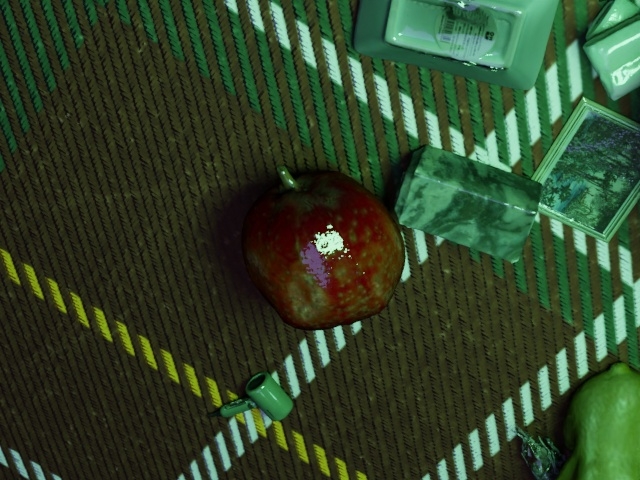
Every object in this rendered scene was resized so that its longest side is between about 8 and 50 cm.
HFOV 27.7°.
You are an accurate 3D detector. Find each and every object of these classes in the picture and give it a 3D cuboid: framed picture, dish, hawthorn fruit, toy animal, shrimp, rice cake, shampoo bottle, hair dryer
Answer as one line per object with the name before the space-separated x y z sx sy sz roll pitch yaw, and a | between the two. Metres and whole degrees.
framed picture | 0.366 -0.089 1.724 0.142 0.011 0.183 25 124 -5
dish | 0.166 -0.274 1.602 0.243 0.080 0.182 12 124 2
hawthorn fruit | 0.000 0.000 1.751 0.215 0.215 0.249 -17 111 21
toy animal | 0.412 0.353 1.814 0.181 0.363 0.180 7 139 11
shrimp | 0.341 0.334 1.976 0.057 0.065 0.165 -12 120 34
rice cake | 0.430 -0.254 1.550 0.222 0.042 0.080 -29 105 8
shampoo bottle | 0.424 -0.227 1.604 0.191 0.041 0.069 30 110 -10
hair dryer | -0.120 0.260 2.034 0.150 0.047 0.071 -23 117 31

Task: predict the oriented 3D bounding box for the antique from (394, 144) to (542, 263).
antique | 0.194 -0.052 1.731 0.183 0.086 0.088 19 124 3
